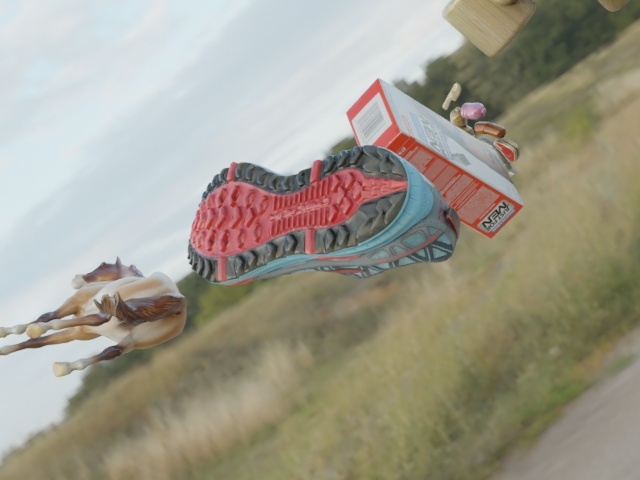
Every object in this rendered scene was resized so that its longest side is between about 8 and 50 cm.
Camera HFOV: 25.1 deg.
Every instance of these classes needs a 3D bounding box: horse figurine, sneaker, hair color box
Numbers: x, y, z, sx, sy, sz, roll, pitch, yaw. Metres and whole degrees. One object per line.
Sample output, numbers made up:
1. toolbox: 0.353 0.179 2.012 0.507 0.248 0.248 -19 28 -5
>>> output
1. horse figurine: -0.190 0.065 1.267 0.174 0.066 0.263 -20 8 -31
2. sneaker: 0.000 0.000 1.160 0.262 0.125 0.104 -4 67 46
3. hair color box: 0.110 -0.078 1.377 0.053 0.167 0.093 -46 37 22

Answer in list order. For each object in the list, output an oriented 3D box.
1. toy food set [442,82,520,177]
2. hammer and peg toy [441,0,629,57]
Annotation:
1. toy food set: 0.191 -0.128 1.708 0.019 0.122 0.078 -41 -11 -26
2. hammer and peg toy: 0.275 -0.285 1.157 0.361 0.127 0.266 -50 9 -16
